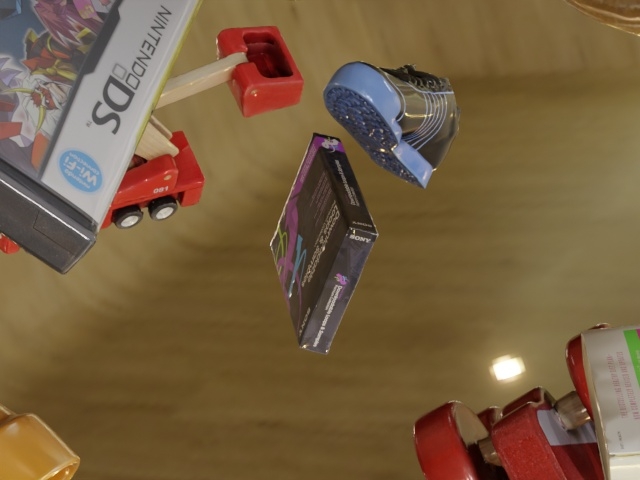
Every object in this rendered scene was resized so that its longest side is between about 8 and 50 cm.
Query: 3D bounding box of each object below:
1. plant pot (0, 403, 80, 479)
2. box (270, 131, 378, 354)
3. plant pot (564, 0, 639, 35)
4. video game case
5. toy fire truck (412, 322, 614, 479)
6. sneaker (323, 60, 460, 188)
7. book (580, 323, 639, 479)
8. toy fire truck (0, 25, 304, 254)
[{"bbox_3d":[-0.332,0.180,1.438,0.205,0.188,0.205,-43,174,-6],"label":"plant pot"},{"bbox_3d":[0.000,0.000,1.436,0.029,0.116,0.162,12,-153,-20],"label":"box"},{"bbox_3d":[0.178,-0.133,0.486,0.254,0.237,0.237,-12,-169,-31],"label":"plant pot"},{"bbox_3d":[-0.198,-0.144,0.909,0.035,0.275,0.248,-42,-160,37],"label":"video game case"},{"bbox_3d":[0.216,0.215,1.361,0.169,0.254,0.302,-29,164,15],"label":"toy fire truck"},{"bbox_3d":[0.070,-0.125,1.594,0.081,0.232,0.090,27,-97,20],"label":"sneaker"},{"bbox_3d":[0.180,0.060,0.699,0.144,0.035,0.096,-6,-148,5],"label":"book"},{"bbox_3d":[-0.114,-0.062,1.113,0.192,0.047,0.135,-16,154,-22],"label":"toy fire truck"}]
